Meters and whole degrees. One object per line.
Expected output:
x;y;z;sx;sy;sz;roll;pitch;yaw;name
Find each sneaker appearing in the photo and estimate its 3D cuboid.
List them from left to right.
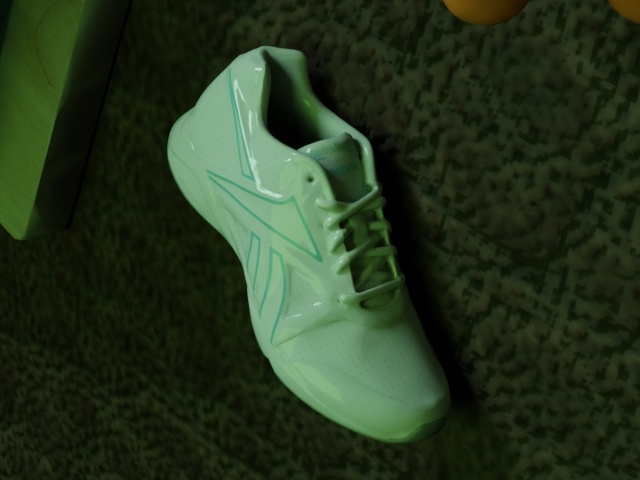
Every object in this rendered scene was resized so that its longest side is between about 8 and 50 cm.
0.000;0.000;0.572;0.152;0.053;0.061;57;135;18;sneaker

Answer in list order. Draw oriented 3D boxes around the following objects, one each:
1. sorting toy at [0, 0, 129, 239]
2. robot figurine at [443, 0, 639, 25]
-0.186;-0.167;0.697;0.257;0.089;0.255;46;134;29;sorting toy
0.060;-0.153;0.367;0.158;0.128;0.219;28;138;27;robot figurine
